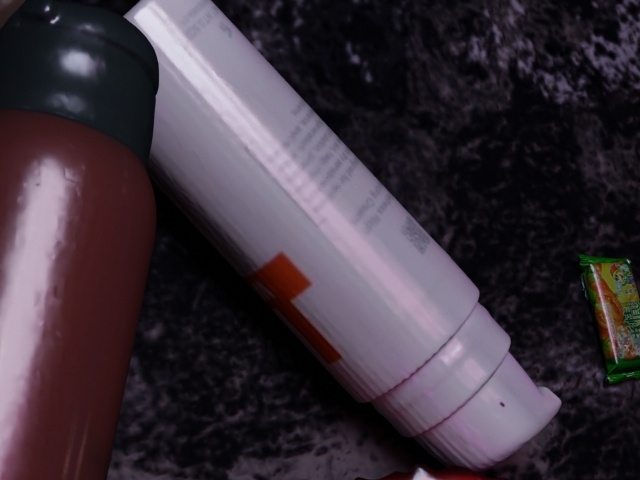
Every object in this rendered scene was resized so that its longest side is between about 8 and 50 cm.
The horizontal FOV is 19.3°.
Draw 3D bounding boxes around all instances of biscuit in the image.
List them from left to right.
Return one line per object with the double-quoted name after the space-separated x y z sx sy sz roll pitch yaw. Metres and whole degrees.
0.199 0.051 1.258 0.046 0.016 0.089 -5 75 -33 "biscuit"

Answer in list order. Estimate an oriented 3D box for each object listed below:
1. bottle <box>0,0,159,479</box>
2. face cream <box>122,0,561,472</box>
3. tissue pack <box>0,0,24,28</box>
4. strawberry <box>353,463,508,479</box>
-0.158 0.036 0.947 0.144 0.144 0.336 20 69 -24 "bottle"
0.000 0.000 1.104 0.345 0.102 0.102 48 55 -7 "face cream"
-0.319 -0.200 0.864 0.380 0.297 0.207 20 63 -23 "tissue pack"
0.040 0.222 1.048 0.236 0.111 0.190 4 39 -8 "strawberry"
